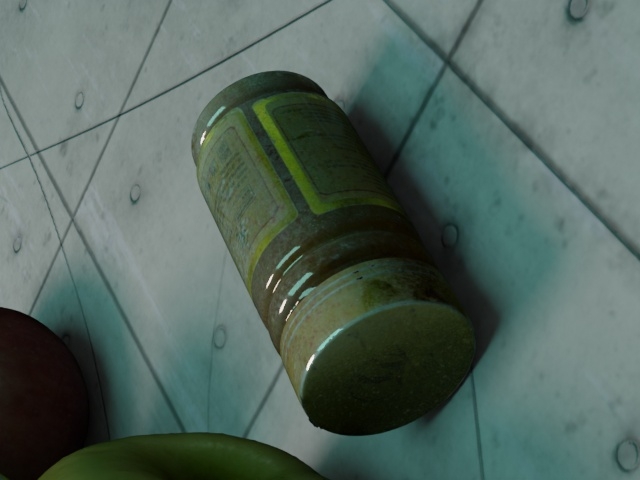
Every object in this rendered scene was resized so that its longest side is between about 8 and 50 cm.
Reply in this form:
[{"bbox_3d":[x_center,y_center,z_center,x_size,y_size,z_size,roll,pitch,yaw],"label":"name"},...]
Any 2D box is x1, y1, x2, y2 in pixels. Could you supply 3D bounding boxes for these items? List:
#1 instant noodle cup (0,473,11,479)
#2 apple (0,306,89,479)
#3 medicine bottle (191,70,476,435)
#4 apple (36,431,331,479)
[{"bbox_3d":[-0.397,0.330,1.486,0.294,0.308,0.294,-29,35,23],"label":"instant noodle cup"},{"bbox_3d":[-0.411,0.213,1.739,0.305,0.235,0.306,-23,61,51],"label":"apple"},{"bbox_3d":[0.000,0.000,1.291,0.151,0.151,0.322,-57,40,28],"label":"medicine bottle"},{"bbox_3d":[-0.113,0.327,1.207,0.357,0.357,0.357,-20,65,51],"label":"apple"}]
